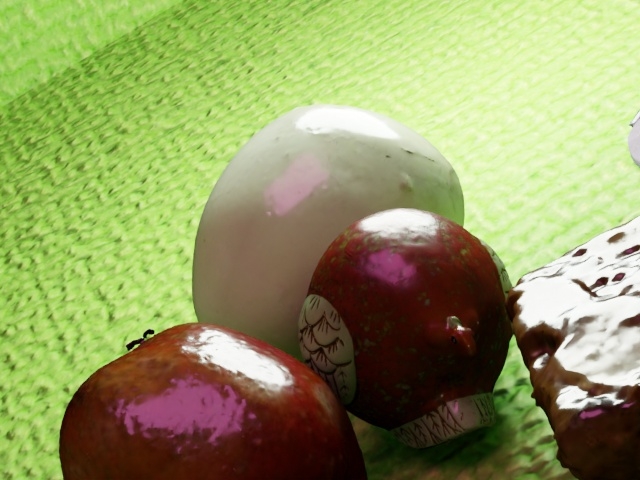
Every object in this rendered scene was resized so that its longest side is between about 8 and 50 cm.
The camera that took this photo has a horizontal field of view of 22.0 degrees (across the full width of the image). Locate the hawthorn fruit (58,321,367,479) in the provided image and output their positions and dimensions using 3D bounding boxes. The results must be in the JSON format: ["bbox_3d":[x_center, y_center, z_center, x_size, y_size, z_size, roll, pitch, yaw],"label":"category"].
[{"bbox_3d":[-0.083,0.244,1.658,0.369,0.285,0.285,19,51,28],"label":"hawthorn fruit"}]

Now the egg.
[{"bbox_3d":[0.000,0.000,1.926,0.345,0.283,0.283,-48,33,-12],"label":"egg"}]

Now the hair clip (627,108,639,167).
[{"bbox_3d":[0.457,-0.114,1.922,0.358,0.095,0.110,31,106,62],"label":"hair clip"}]

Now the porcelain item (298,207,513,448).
[{"bbox_3d":[0.106,0.094,1.719,0.253,0.253,0.253,-21,30,13],"label":"porcelain item"}]

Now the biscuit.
[{"bbox_3d":[0.389,0.078,1.557,0.395,0.166,0.343,-27,24,8],"label":"biscuit"}]
